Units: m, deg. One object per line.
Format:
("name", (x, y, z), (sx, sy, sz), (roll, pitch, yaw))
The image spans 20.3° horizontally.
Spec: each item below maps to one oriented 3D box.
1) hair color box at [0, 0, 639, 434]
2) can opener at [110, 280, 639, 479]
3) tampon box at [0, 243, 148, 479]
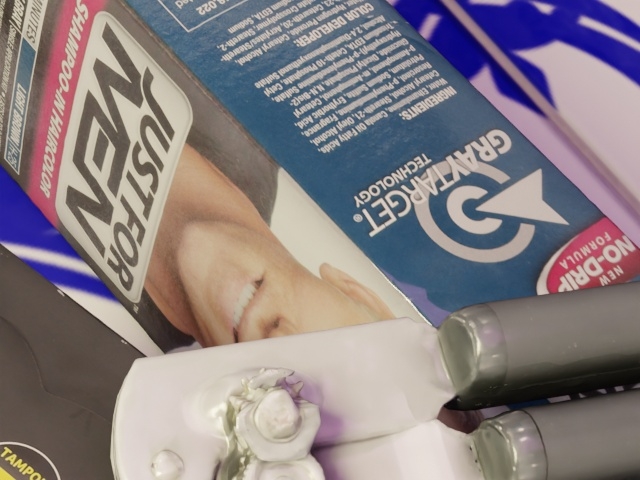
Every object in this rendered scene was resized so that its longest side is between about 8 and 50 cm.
("hair color box", (0.000, 0.000, 0.763), (0.105, 0.174, 0.347), (-32, 68, -33))
("can opener", (0.061, 0.059, 0.594), (0.280, 0.093, 0.074), (-10, 67, -16))
("tampon box", (-0.125, 0.100, 0.657), (0.120, 0.161, 0.101), (36, 52, 11))
